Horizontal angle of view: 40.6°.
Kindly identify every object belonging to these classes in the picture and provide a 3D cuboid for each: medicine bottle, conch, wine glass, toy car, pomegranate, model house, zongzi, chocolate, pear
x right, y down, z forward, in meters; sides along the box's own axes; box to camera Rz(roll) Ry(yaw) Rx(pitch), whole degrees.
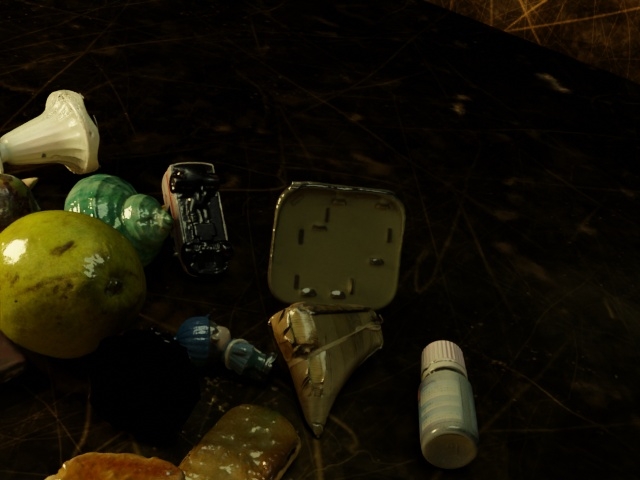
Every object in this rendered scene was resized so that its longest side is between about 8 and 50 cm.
[{"bbox_3d":[0.184,0.233,1.267,0.083,0.083,0.203,12,34,-2],"label":"medicine bottle"},{"bbox_3d":[-0.331,-0.034,1.432,0.202,0.134,0.196,24,36,17],"label":"conch"},{"bbox_3d":[-0.518,-0.173,1.569,0.196,0.165,0.165,-27,50,-35],"label":"wine glass"},{"bbox_3d":[-0.219,-0.027,1.496,0.089,0.108,0.209,-4,71,-31],"label":"toy car"},{"bbox_3d":[-0.518,-0.042,1.394,0.148,0.148,0.169,17,7,5],"label":"pomegranate"},{"bbox_3d":[0.000,0.000,1.510,0.218,0.204,0.279,6,4,-14],"label":"model house"},{"bbox_3d":[0.027,0.188,1.292,0.194,0.099,0.197,1,64,-42],"label":"zongzi"},{"bbox_3d":[-0.230,0.169,1.177,0.156,0.156,0.133,15,15,2],"label":"chocolate"},{"bbox_3d":[-0.355,0.061,1.204,0.269,0.212,0.212,-8,14,43],"label":"pear"}]

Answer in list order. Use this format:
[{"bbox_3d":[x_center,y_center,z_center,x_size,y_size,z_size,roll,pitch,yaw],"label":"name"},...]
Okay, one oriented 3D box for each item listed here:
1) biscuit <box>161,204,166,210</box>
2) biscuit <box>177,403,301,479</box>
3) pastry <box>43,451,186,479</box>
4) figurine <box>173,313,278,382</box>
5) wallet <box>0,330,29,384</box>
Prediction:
[{"bbox_3d":[-0.262,-0.043,1.579,0.081,0.018,0.083,-21,46,-40],"label":"biscuit"},{"bbox_3d":[-0.115,0.297,1.112,0.118,0.029,0.247,21,35,19],"label":"biscuit"},{"bbox_3d":[-0.226,0.337,0.941,0.218,0.100,0.229,-4,38,-19],"label":"pastry"},{"bbox_3d":[-0.141,0.163,1.273,0.149,0.086,0.087,27,58,0],"label":"figurine"},{"bbox_3d":[-0.531,0.137,1.184,0.229,0.049,0.182,38,38,29],"label":"wallet"}]
